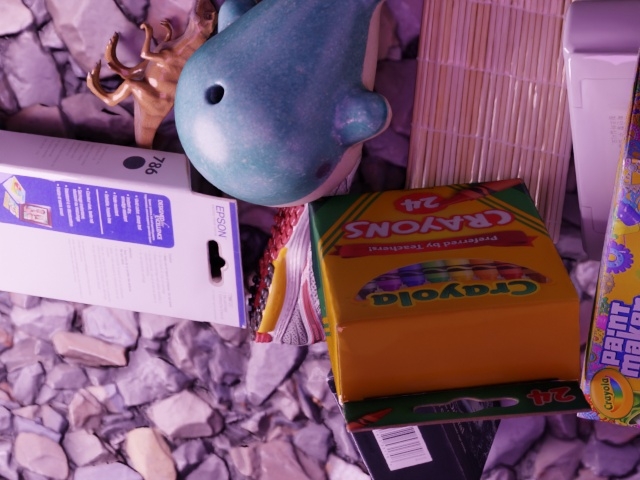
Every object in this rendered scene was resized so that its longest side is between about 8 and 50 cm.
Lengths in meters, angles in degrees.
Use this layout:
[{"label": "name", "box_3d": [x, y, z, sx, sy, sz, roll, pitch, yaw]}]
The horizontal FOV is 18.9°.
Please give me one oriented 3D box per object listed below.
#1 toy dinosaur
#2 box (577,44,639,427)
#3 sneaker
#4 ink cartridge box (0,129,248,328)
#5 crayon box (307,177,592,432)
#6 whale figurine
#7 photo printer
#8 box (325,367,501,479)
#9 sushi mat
[{"label": "toy dinosaur", "box_3d": [-0.161, -0.135, 1.807, 0.112, 0.064, 0.211, 25, 119, 2]}, {"label": "box", "box_3d": [0.365, 0.010, 1.525, 0.279, 0.177, 0.290, 10, 135, 7]}, {"label": "sneaker", "box_3d": [0.000, 0.000, 1.827, 0.092, 0.088, 0.225, 11, 119, -14]}, {"label": "ink cartridge box", "box_3d": [-0.224, -0.015, 1.863, 0.332, 0.065, 0.165, 10, 130, 13]}, {"label": "crayon box", "box_3d": [0.103, 0.047, 1.627, 0.202, 0.318, 0.081, -5, 115, -4]}, {"label": "whale figurine", "box_3d": [-0.027, -0.161, 1.696, 0.216, 0.141, 0.272, 42, 109, 32]}, {"label": "photo printer", "box_3d": [0.369, -0.093, 1.628, 0.307, 0.107, 0.256, 1, 132, 16]}, {"label": "box", "box_3d": [0.092, 0.147, 1.817, 0.093, 0.158, 0.156, -16, 110, 23]}, {"label": "sushi mat", "box_3d": [0.159, -0.149, 1.736, 0.151, 0.019, 0.316, 9, 117, 10]}]
